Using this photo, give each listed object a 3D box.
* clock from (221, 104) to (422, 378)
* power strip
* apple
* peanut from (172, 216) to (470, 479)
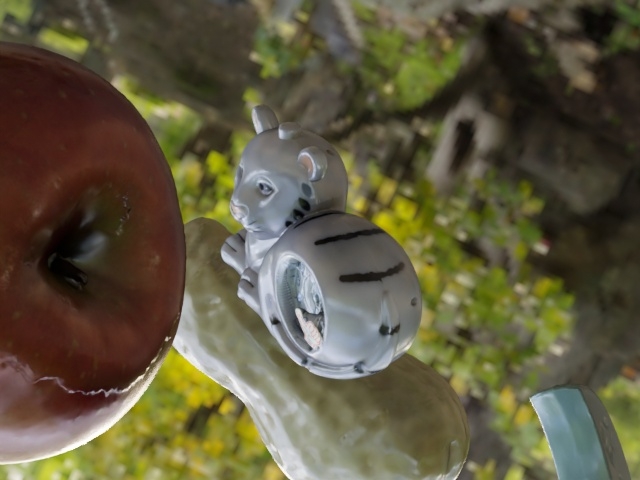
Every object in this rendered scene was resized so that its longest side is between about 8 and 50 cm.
[{"bbox_3d":[-0.001,0.000,1.121,0.080,0.117,0.176,-16,-141,-25],"label":"clock"},{"bbox_3d":[0.207,0.218,1.368,0.044,0.216,0.137,-15,161,19],"label":"power strip"},{"bbox_3d":[-0.151,0.006,0.774,0.168,0.181,0.181,-9,158,40],"label":"apple"},{"bbox_3d":[-0.014,0.090,1.252,0.257,0.123,0.123,38,-176,12],"label":"peanut"}]
